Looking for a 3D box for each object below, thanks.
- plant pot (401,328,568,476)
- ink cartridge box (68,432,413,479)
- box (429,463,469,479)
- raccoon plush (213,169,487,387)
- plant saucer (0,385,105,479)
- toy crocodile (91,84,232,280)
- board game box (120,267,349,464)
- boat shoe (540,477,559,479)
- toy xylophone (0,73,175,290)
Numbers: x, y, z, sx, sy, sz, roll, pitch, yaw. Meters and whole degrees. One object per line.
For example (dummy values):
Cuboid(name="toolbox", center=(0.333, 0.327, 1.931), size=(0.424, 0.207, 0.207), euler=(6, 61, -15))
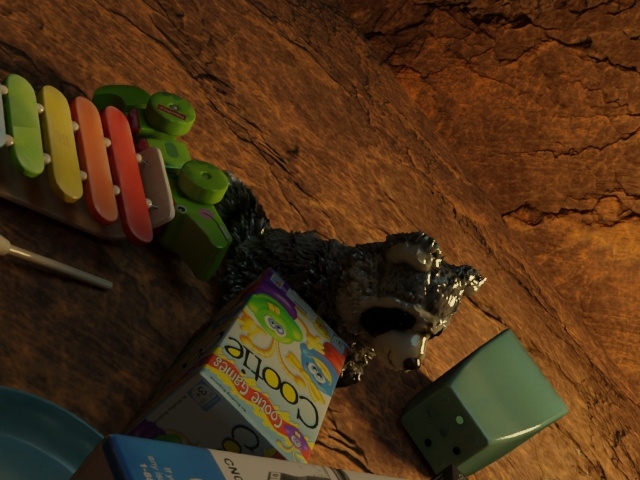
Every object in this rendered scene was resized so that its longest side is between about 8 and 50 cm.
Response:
Cuboid(name="plant pot", center=(0.241, 0.267, 1.492), size=(0.165, 0.166, 0.234), euler=(55, 29, 14))
Cuboid(name="ink cartridge box", center=(0.000, 0.321, 0.719), size=(0.395, 0.166, 0.285), euler=(22, 23, -45))
Cuboid(name="box", center=(0.175, 0.415, 1.108), size=(0.247, 0.163, 0.142), euler=(45, 18, -12))
Cuboid(name="raccoon plush", center=(0.000, 0.000, 1.268), size=(0.216, 0.299, 0.446), euler=(7, 46, -59))
Cuboid(name="plant saucer", center=(-0.232, 0.256, 0.746), size=(0.317, 0.044, 0.317), euler=(40, 24, -22))
Cuboid(name="toy crocodile", center=(-0.209, -0.089, 1.268), size=(0.105, 0.115, 0.340), euler=(0, 48, -38))
Cuboid(name="board game box", center=(-0.086, 0.166, 1.037), size=(0.142, 0.144, 0.275), euler=(46, 21, -7))
Cuboid(name="boat shoe", center=(0.314, 0.417, 1.436), size=(0.123, 0.116, 0.324), euler=(56, 22, 16))
Cuboid(name="toy xylophone", center=(-0.295, -0.074, 1.073), size=(0.323, 0.081, 0.236), euler=(19, 43, -56))
